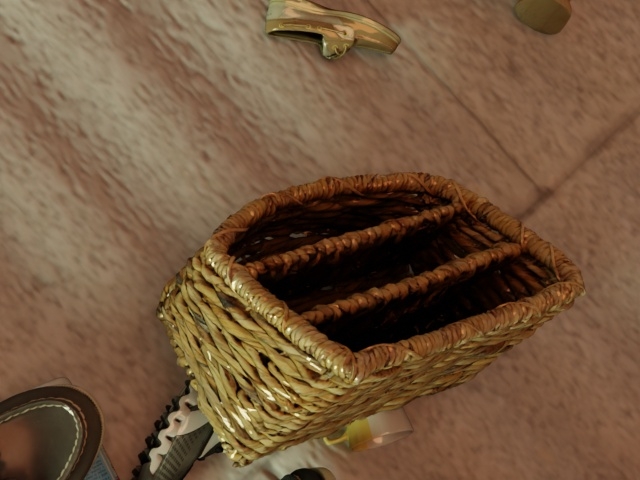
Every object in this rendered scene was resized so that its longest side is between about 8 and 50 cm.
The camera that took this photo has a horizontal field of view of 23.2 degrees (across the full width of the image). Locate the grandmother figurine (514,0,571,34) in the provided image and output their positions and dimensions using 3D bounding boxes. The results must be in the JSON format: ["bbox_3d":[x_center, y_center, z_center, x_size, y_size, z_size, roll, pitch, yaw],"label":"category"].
[{"bbox_3d":[0.268,-0.394,1.605,0.208,0.104,0.342,41,68,-31],"label":"grandmother figurine"}]

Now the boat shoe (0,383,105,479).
[{"bbox_3d":[-0.325,0.238,1.290,0.335,0.095,0.112,-34,88,4],"label":"boat shoe"}]

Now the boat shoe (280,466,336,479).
[{"bbox_3d":[-0.072,0.357,1.361,0.113,0.127,0.340,18,85,-21],"label":"boat shoe"}]

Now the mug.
[{"bbox_3d":[0.043,0.159,1.459,0.078,0.062,0.064,-6,72,-34],"label":"mug"}]

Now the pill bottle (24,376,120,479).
[{"bbox_3d":[-0.228,0.208,1.374,0.087,0.087,0.160,-26,86,-16],"label":"pill bottle"}]

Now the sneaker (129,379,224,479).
[{"bbox_3d":[-0.080,0.156,1.423,0.106,0.078,0.234,34,72,-2],"label":"sneaker"}]

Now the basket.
[{"bbox_3d":[0.038,0.031,1.350,0.299,0.223,0.213,-16,72,-36],"label":"basket"}]

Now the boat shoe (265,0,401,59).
[{"bbox_3d":[0.010,-0.202,1.531,0.135,0.050,0.045,16,79,1],"label":"boat shoe"}]
